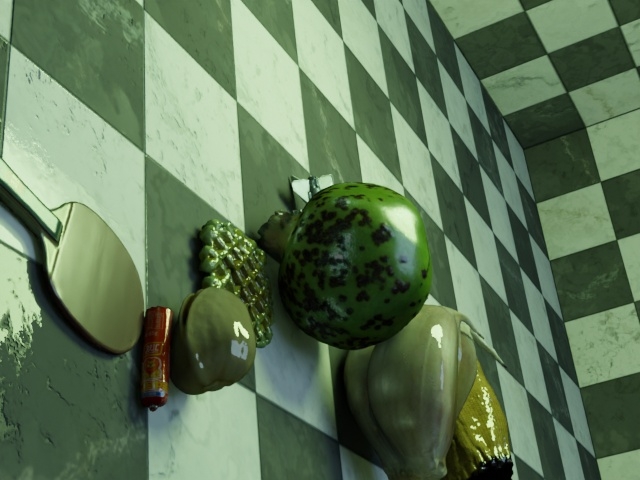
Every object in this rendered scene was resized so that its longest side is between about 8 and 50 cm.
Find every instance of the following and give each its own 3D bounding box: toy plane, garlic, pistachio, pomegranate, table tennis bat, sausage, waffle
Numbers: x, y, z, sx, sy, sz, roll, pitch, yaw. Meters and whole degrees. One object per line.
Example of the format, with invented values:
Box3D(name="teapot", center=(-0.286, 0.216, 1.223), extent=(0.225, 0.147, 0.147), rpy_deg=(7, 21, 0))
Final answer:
Box3D(name="toy plane", center=(0.009, -0.009, 1.726), extent=(0.160, 0.082, 0.234), rpy_deg=(-13, 82, -42))
Box3D(name="garlic", center=(0.181, 0.196, 1.675), extent=(0.246, 0.231, 0.340), rpy_deg=(40, 51, 5))
Box3D(name="pistachio", center=(-0.131, 0.118, 1.239), extent=(0.113, 0.113, 0.149), rpy_deg=(52, 16, -40))
Box3D(name="pomegranate", center=(0.038, 0.029, 1.565), extent=(0.270, 0.254, 0.254), rpy_deg=(28, 26, 2))
Box3D(name="table tennis bat", center=(-0.265, 0.012, 1.110), extent=(0.274, 0.021, 0.154), rpy_deg=(55, 26, -40))
Box3D(name="sausage", center=(-0.185, 0.136, 1.179), extent=(0.034, 0.034, 0.129), rpy_deg=(48, 31, -45))
Box3D(name="waffle", center=(-0.111, 0.060, 1.428), extent=(0.183, 0.036, 0.169), rpy_deg=(33, 44, -57))

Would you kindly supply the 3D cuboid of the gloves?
Box3D(name="gloves", center=(0.234, 0.315, 1.874), extent=(0.356, 0.155, 0.203), rpy_deg=(-103, -163, -54))
